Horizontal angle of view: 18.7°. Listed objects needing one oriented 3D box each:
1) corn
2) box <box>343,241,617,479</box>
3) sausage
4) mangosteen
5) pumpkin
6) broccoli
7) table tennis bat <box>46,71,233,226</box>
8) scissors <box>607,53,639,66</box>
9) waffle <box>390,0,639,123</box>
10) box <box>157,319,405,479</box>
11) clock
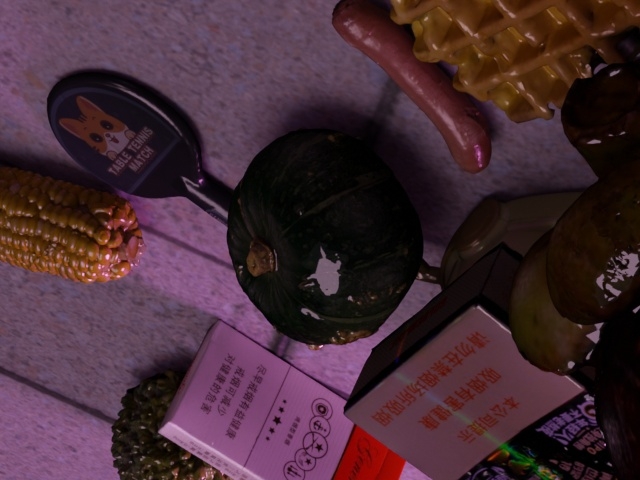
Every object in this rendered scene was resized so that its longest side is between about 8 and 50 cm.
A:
[{"bbox_3d":[-0.308,-0.031,1.871,0.291,0.101,0.101,18,145,19],"label":"corn"},{"bbox_3d":[0.198,0.161,1.611,0.310,0.084,0.198,37,134,-10],"label":"box"},{"bbox_3d":[0.079,-0.124,1.543,0.043,0.043,0.186,-18,126,45],"label":"sausage"},{"bbox_3d":[0.334,0.071,1.343,0.421,0.381,0.381,18,145,0],"label":"mangosteen"},{"bbox_3d":[0.001,-0.001,1.653,0.190,0.146,0.190,48,160,25],"label":"pumpkin"},{"bbox_3d":[-0.109,0.267,2.054,0.273,0.180,0.242,19,144,9],"label":"broccoli"},{"bbox_3d":[-0.145,-0.072,1.773,0.236,0.027,0.150,36,144,-10],"label":"table tennis bat"},{"bbox_3d":[0.292,-0.132,1.418,0.176,0.022,0.085,-1,144,29],"label":"scissors"},{"bbox_3d":[0.167,-0.188,1.388,0.283,0.065,0.309,16,146,14],"label":"waffle"},{"bbox_3d":[-0.032,0.198,1.955,0.245,0.139,0.035,33,143,-12],"label":"box"},{"bbox_3d":[0.202,0.066,1.671,0.308,0.096,0.235,2,140,32],"label":"clock"}]
